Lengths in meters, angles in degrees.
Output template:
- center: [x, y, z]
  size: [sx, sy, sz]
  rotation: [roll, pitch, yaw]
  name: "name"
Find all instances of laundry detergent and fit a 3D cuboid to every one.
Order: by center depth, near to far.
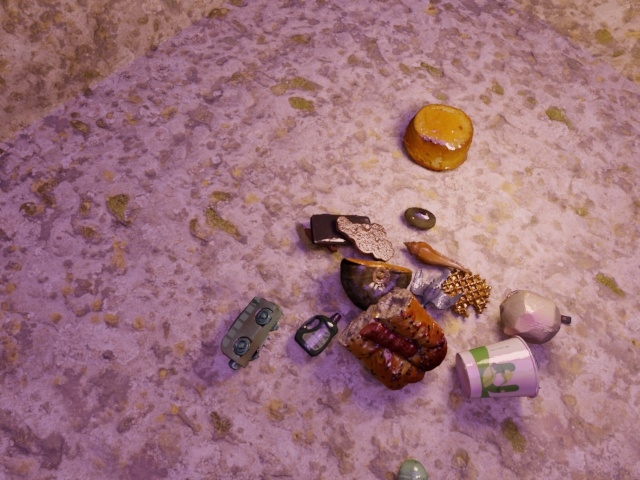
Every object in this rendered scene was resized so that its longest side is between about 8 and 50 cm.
- center: [-0.002, 0.397, 1.785]
  size: [0.144, 0.078, 0.221]
  rotation: [40, 74, 16]
  name: "laundry detergent"

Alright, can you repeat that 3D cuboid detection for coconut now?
- center: [0.904, 0.330, 1.756]
  size: [0.231, 0.227, 0.227]
  rotation: [22, 70, 3]
  name: "coconut"

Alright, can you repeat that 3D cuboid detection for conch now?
- center: [0.542, 0.088, 1.911]
  size: [0.331, 0.109, 0.093]
  rotation: [32, 91, 9]
  name: "conch"

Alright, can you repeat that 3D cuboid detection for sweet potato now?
- center: [0.000, 0.001, 1.944]
  size: [0.202, 0.055, 0.058]
  rotation: [34, 76, 10]
  name: "sweet potato"

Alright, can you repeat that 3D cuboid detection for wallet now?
- center: [0.103, -0.049, 1.944]
  size: [0.310, 0.042, 0.165]
  rotation: [1, 64, -16]
  name: "wallet"

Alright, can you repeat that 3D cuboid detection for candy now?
- center: [0.376, 1.085, 1.541]
  size: [0.119, 0.119, 0.439]
  rotation: [-4, 76, -4]
  name: "candy"

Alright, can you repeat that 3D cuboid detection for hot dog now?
- center: [0.328, 0.436, 1.668]
  size: [0.367, 0.196, 0.365]
  rotation: [-40, 107, 12]
  name: "hot dog"

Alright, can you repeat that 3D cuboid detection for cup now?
- center: [0.728, 0.544, 1.685]
  size: [0.274, 0.253, 0.253]
  rotation: [-8, 70, 3]
  name: "cup"

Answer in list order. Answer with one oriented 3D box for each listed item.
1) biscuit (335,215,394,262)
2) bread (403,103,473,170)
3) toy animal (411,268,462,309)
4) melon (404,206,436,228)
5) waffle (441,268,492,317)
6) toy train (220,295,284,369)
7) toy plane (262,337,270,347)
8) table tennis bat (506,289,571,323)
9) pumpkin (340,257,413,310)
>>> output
- center: [0.213, -0.017, 1.918]
  size: [0.320, 0.047, 0.183]
  rotation: [23, 61, -9]
  name: "biscuit"
- center: [0.627, -0.545, 2.096]
  size: [0.359, 0.204, 0.336]
  rotation: [21, 75, 4]
  name: "bread"
- center: [0.510, 0.234, 1.849]
  size: [0.255, 0.176, 0.239]
  rotation: [-33, 53, -29]
  name: "toy animal"
- center: [0.492, -0.112, 1.984]
  size: [0.162, 0.099, 0.099]
  rotation: [20, 70, 4]
  name: "melon"
- center: [0.678, 0.243, 1.883]
  size: [0.232, 0.051, 0.228]
  rotation: [31, 72, 10]
  name: "waffle"
- center: [-0.302, 0.397, 1.734]
  size: [0.159, 0.129, 0.326]
  rotation: [25, 70, 30]
  name: "toy train"
- center: [-0.262, 0.449, 1.784]
  size: [0.085, 0.024, 0.077]
  rotation: [-24, 54, -11]
  name: "toy plane"
- center: [1.018, 0.334, 1.880]
  size: [0.302, 0.022, 0.173]
  rotation: [16, 71, 6]
  name: "table tennis bat"
- center: [0.234, 0.204, 1.820]
  size: [0.325, 0.242, 0.232]
  rotation: [12, 99, -2]
  name: "pumpkin"
